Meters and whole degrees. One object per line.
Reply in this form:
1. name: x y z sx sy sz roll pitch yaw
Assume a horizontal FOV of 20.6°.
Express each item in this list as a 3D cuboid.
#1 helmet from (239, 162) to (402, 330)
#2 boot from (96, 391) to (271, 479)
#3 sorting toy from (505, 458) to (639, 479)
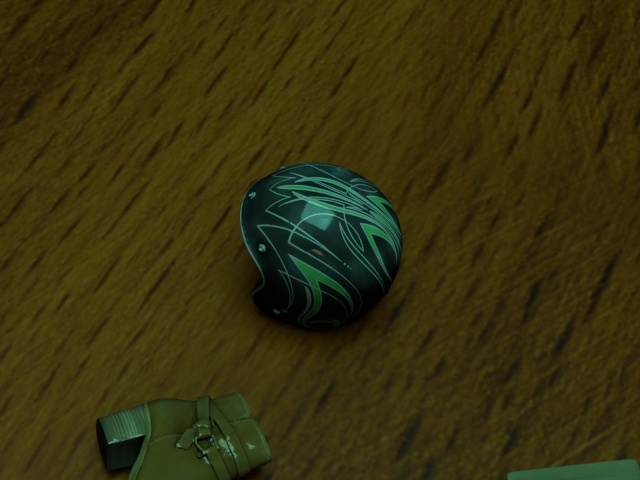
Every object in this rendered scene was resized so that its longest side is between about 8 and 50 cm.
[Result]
1. helmet: 0.000 0.000 1.806 0.169 0.161 0.169 3 52 -4
2. boot: -0.118 0.229 1.677 0.152 0.073 0.197 -10 57 -18
3. sorting toy: 0.262 0.283 1.689 0.274 0.046 0.132 -5 53 -9
